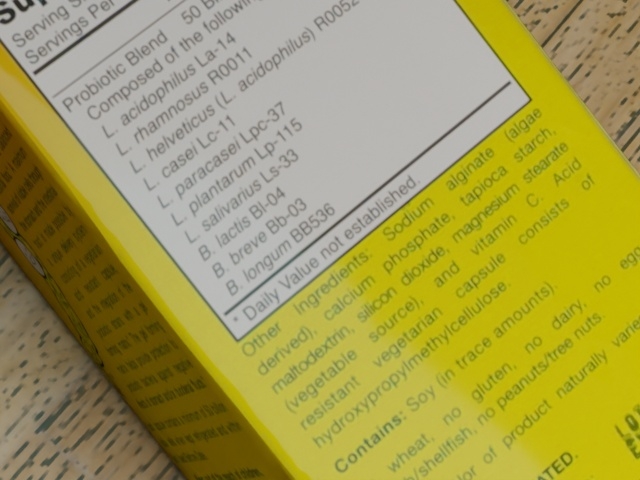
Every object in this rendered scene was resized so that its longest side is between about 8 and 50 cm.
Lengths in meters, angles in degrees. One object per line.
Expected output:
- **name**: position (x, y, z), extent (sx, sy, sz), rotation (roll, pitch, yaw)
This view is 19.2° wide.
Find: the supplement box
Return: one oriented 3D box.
- **supplement box**: position (0.000, 0.000, 0.818), extent (0.194, 0.195, 0.356), rotation (-38, 93, -18)
